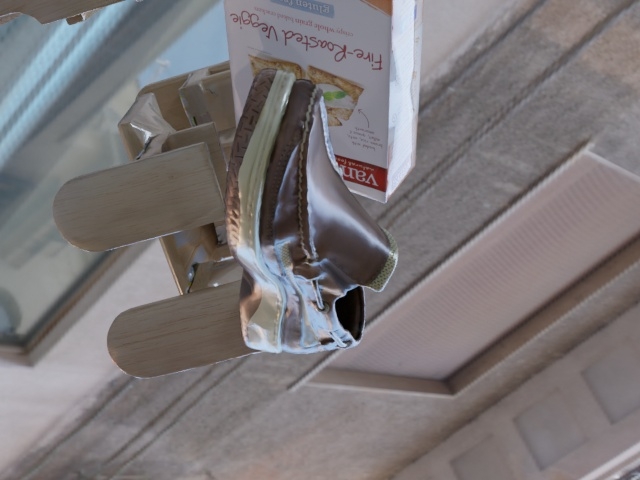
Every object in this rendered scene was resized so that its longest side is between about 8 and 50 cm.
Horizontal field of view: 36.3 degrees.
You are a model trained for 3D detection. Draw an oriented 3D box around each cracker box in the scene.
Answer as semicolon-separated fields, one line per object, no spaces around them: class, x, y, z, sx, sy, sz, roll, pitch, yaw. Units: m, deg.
cracker box;0.002;-0.156;0.818;0.156;0.067;0.232;20;-42;22

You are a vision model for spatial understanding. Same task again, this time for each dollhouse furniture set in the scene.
dollhouse furniture set;-0.209;-0.103;0.976;0.257;0.362;0.394;-14;-68;7

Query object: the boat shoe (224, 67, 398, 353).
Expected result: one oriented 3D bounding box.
boat shoe;0.002;-0.007;0.592;0.095;0.257;0.095;11;-117;5
